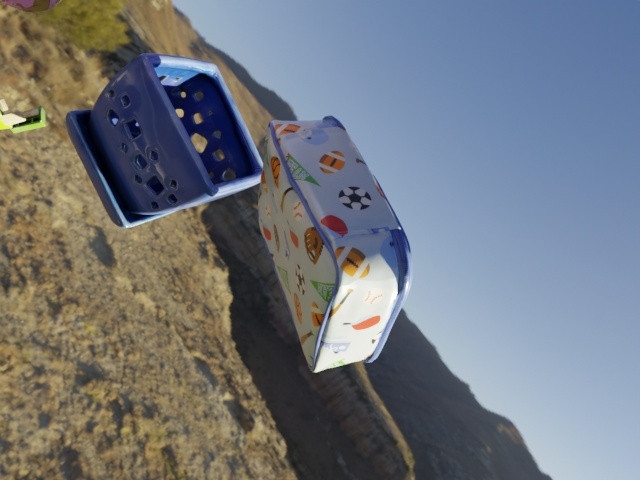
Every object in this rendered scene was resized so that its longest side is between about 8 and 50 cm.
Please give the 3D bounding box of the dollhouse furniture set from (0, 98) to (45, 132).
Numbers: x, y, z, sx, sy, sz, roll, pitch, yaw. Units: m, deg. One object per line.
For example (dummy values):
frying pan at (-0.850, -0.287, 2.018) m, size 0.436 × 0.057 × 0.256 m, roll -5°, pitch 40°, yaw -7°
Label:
dollhouse furniture set at (-0.522, -0.239, 0.913) m, size 0.151 × 0.059 × 0.076 m, roll 77°, pitch -4°, yaw -61°

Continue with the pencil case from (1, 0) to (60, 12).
pencil case at (-0.289, -0.373, 0.630) m, size 0.386 × 0.167 × 0.159 m, roll 10°, pitch -59°, yaw 44°

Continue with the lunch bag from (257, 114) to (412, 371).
lunch bag at (0.000, 0.000, 0.710) m, size 0.243 × 0.115 × 0.303 m, roll 101°, pitch -25°, yaw -48°

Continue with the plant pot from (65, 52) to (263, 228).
plant pot at (-0.261, -0.156, 0.934) m, size 0.235 × 0.212 × 0.236 m, roll 65°, pitch 19°, yaw -6°
